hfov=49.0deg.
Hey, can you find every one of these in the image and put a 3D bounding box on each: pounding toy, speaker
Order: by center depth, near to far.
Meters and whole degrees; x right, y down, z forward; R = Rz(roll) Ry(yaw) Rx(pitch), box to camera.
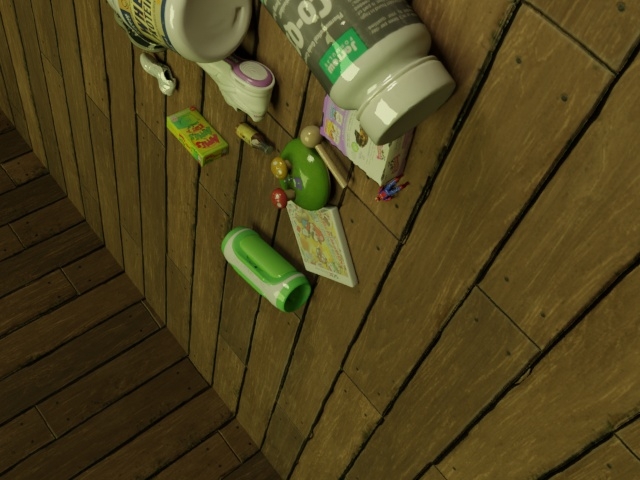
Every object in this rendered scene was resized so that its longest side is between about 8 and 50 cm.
[{"bbox_3d":[-0.060,-0.154,1.674,0.237,0.110,0.183,-31,82,59],"label":"pounding toy"},{"bbox_3d":[-0.162,0.082,2.062,0.296,0.131,0.131,40,146,31],"label":"speaker"}]

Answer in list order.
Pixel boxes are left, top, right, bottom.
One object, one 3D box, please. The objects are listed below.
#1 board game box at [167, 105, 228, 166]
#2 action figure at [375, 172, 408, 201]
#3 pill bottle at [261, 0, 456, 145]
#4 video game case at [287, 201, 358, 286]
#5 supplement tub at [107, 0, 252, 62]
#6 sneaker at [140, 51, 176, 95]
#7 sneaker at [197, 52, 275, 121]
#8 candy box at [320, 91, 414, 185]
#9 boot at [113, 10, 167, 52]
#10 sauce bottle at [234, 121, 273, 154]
[{"bbox_3d":[-0.358,-0.305,2.041,0.181,0.092,0.043,47,148,21],"label":"board game box"},{"bbox_3d":[0.146,-0.107,1.505,0.038,0.030,0.115,53,153,1],"label":"action figure"},{"bbox_3d":[0.062,-0.359,1.217,0.361,0.204,0.204,55,151,8],"label":"pill bottle"},{"bbox_3d":[0.000,0.000,1.835,0.206,0.026,0.227,17,131,50],"label":"video game case"},{"bbox_3d":[-0.333,-0.559,1.610,0.316,0.228,0.228,33,142,34],"label":"supplement tub"},{"bbox_3d":[-0.477,-0.507,2.090,0.152,0.053,0.061,50,141,4],"label":"sneaker"},{"bbox_3d":[-0.236,-0.405,1.731,0.305,0.114,0.152,43,146,27],"label":"sneaker"},{"bbox_3d":[0.094,-0.236,1.421,0.196,0.070,0.165,45,148,25],"label":"candy box"},{"bbox_3d":[-0.507,-0.651,1.960,0.236,0.085,0.179,45,146,24],"label":"boot"},{"bbox_3d":[-0.174,-0.266,1.841,0.128,0.042,0.042,40,146,33],"label":"sauce bottle"}]
